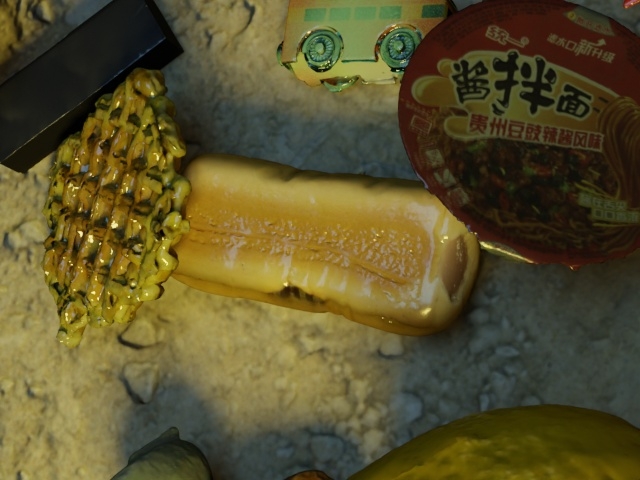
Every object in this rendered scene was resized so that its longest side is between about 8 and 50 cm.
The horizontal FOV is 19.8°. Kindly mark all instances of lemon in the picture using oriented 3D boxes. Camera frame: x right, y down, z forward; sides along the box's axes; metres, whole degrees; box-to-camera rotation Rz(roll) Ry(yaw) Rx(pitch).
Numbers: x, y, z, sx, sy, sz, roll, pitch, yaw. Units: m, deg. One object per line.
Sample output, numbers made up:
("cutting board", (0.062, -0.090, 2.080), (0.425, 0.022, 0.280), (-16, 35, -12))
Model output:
("lemon", (0.177, 0.291, 1.429), (0.364, 0.364, 0.364), (-6, 74, 21))

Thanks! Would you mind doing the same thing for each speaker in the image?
("speaker", (-0.251, -0.166, 1.884), (0.218, 0.044, 0.082), (-36, 65, 9))

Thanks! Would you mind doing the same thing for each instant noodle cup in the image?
("instant noodle cup", (0.194, -0.082, 1.628), (0.274, 0.091, 0.274), (4, 63, -8))

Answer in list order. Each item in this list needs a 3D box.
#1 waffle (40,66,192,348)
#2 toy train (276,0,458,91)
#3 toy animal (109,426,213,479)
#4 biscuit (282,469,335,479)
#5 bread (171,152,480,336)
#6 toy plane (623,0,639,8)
("waffle", (-0.200, -0.034, 1.767), (0.245, 0.052, 0.254), (-45, 46, 38))
("toy train", (0.047, -0.197, 1.756), (0.188, 0.072, 0.099), (2, 77, 22))
("toy animal", (-0.102, 0.303, 1.662), (0.127, 0.125, 0.251), (-38, 82, -23))
("biscuit", (-0.025, 0.317, 1.599), (0.290, 0.041, 0.208), (-34, 88, -24))
("bread", (0.000, 0.000, 1.709), (0.305, 0.091, 0.142), (11, 85, 24))
("toy plane", (0.349, -0.154, 1.621), (0.194, 0.077, 0.126), (22, 84, 28))
